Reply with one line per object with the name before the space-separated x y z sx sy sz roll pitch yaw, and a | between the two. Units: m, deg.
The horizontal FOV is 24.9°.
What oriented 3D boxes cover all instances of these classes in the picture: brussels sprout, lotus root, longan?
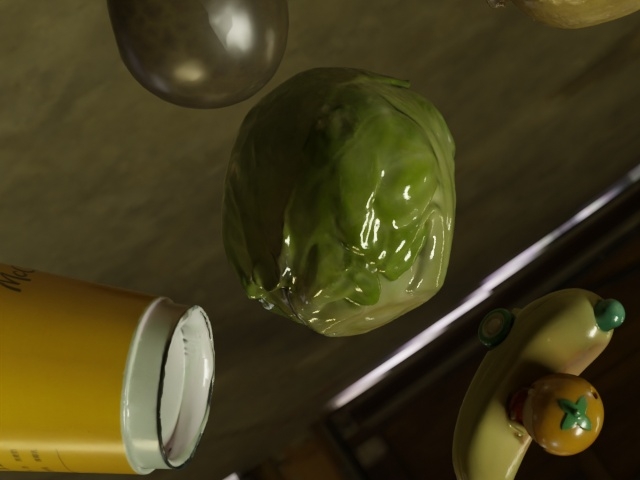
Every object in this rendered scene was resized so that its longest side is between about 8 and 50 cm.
brussels sprout | 0.027 -0.058 1.740 0.247 0.328 0.328 -1 147 -39
lotus root | 0.319 -0.326 1.699 0.303 0.146 0.131 -10 -146 37
longan | -0.126 -0.235 1.506 0.198 0.198 0.212 -29 132 -19

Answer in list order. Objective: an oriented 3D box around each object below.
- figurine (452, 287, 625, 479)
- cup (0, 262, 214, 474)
figurine | 0.293 0.213 1.940 0.222 0.124 0.324 11 -111 54
cup | -0.236 0.102 1.151 0.280 0.196 0.196 5 174 14
